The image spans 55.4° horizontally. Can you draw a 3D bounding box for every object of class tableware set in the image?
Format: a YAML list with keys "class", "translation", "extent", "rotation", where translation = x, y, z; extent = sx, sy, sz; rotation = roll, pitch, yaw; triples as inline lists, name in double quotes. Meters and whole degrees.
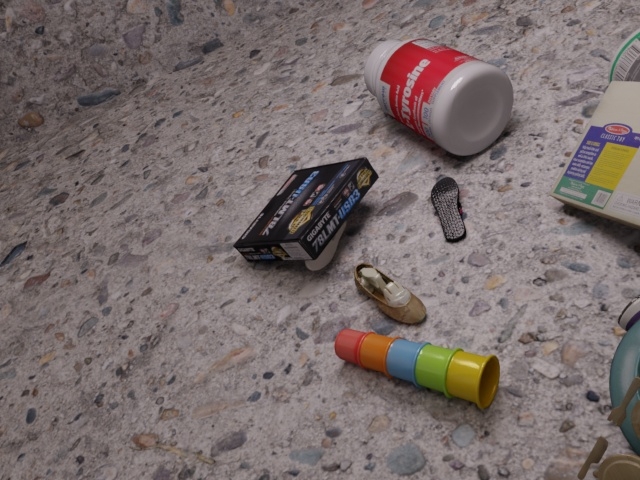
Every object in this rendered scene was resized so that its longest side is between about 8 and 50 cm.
- class: "tableware set"
  translation: [0.461, 0.295, 0.856]
  extent: [0.128, 0.194, 0.039]
  rotation: [32, 25, 31]

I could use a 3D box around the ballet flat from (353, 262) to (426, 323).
- class: "ballet flat"
  translation: [0.137, 0.107, 1.290]
  extent: [0.073, 0.067, 0.206]
  rotation: [-42, 43, -18]

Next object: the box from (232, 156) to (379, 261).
- class: "box"
  translation: [-0.041, -0.074, 1.520]
  extent: [0.293, 0.073, 0.295]
  rotation: [-1, 44, 51]

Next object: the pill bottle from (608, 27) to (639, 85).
- class: "pill bottle"
  translation: [0.768, -0.292, 1.247]
  extent: [0.204, 0.204, 0.361]
  rotation: [-21, 41, 9]

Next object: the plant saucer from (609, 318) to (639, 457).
- class: "plant saucer"
  translation: [0.590, 0.217, 0.876]
  extent: [0.317, 0.044, 0.318]
  rotation: [-11, 59, 19]

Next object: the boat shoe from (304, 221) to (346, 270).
- class: "boat shoe"
  translation: [0.000, 0.000, 1.487]
  extent: [0.063, 0.066, 0.184]
  rotation: [-13, 44, 45]

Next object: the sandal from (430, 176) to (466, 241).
- class: "sandal"
  translation: [0.299, -0.068, 1.412]
  extent: [0.067, 0.040, 0.179]
  rotation: [-18, 55, 20]

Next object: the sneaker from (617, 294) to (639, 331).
- class: "sneaker"
  translation: [0.648, 0.099, 1.003]
  extent: [0.283, 0.107, 0.124]
  rotation: [-36, 50, 1]

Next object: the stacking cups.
- class: "stacking cups"
  translation: [0.170, 0.219, 1.140]
  extent: [0.316, 0.096, 0.096]
  rotation: [11, 54, 39]

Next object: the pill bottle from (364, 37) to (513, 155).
- class: "pill bottle"
  translation: [0.290, -0.398, 1.608]
  extent: [0.229, 0.229, 0.408]
  rotation: [-35, 40, -8]

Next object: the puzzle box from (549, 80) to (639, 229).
- class: "puzzle box"
  translation: [0.623, -0.151, 1.110]
  extent: [0.272, 0.052, 0.409]
  rotation: [-63, 22, 8]
